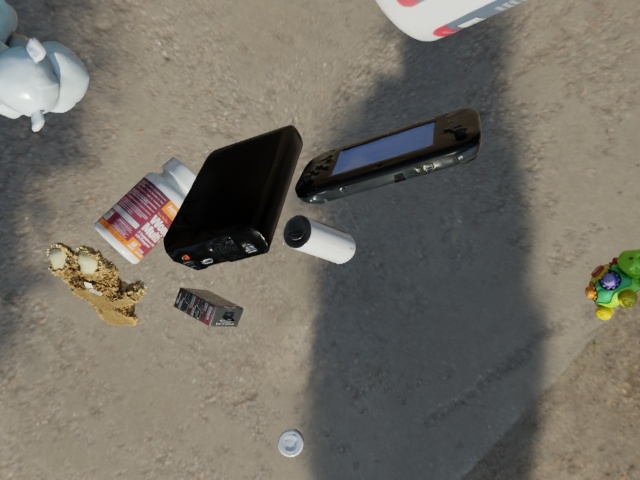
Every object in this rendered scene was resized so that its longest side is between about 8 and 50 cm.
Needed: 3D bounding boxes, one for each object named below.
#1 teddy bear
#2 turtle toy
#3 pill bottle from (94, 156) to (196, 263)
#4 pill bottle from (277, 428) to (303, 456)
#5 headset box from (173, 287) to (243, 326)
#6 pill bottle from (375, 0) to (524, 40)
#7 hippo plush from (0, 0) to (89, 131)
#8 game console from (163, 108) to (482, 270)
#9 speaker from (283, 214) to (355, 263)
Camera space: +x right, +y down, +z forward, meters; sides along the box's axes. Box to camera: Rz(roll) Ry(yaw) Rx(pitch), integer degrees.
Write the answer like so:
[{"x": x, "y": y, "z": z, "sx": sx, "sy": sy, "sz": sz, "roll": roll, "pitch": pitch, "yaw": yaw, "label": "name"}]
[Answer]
[{"x": -0.598, "y": 0.107, "z": 1.595, "sx": 0.245, "sy": 0.113, "sz": 0.338, "roll": -10, "pitch": 140, "yaw": 26, "label": "teddy bear"}, {"x": 0.474, "y": 0.061, "z": 0.931, "sx": 0.066, "sy": 0.130, "sz": 0.095, "roll": 42, "pitch": 53, "yaw": 6, "label": "turtle toy"}, {"x": -0.357, "y": -0.066, "z": 1.243, "sx": 0.121, "sy": 0.121, "sz": 0.221, "roll": 45, "pitch": 78, "yaw": -7, "label": "pill bottle"}, {"x": -0.077, "y": 0.530, "z": 1.541, "sx": 0.067, "sy": 0.120, "sz": 0.067, "roll": 0, "pitch": 74, "yaw": -1, "label": "pill bottle"}, {"x": -0.156, "y": 0.097, "z": 0.837, "sx": 0.083, "sy": 0.062, "sz": 0.032, "roll": 23, "pitch": 94, "yaw": 31, "label": "headset box"}, {"x": 0.110, "y": -0.180, "z": 0.281, "sx": 0.180, "sy": 0.108, "sz": 0.108, "roll": -13, "pitch": 101, "yaw": 39, "label": "pill bottle"}, {"x": -0.544, "y": -0.313, "z": 1.003, "sx": 0.236, "sy": 0.294, "sz": 0.235, "roll": 7, "pitch": 109, "yaw": 20, "label": "hippo plush"}, {"x": -0.001, "y": -0.081, "z": 0.660, "sx": 0.361, "sy": 0.213, "sz": 0.044, "roll": -14, "pitch": 127, "yaw": 21, "label": "game console"}, {"x": 0.000, "y": 0.000, "z": 0.943, "sx": 0.055, "sy": 0.136, "sz": 0.055, "roll": -9, "pitch": 74, "yaw": 33, "label": "speaker"}]
